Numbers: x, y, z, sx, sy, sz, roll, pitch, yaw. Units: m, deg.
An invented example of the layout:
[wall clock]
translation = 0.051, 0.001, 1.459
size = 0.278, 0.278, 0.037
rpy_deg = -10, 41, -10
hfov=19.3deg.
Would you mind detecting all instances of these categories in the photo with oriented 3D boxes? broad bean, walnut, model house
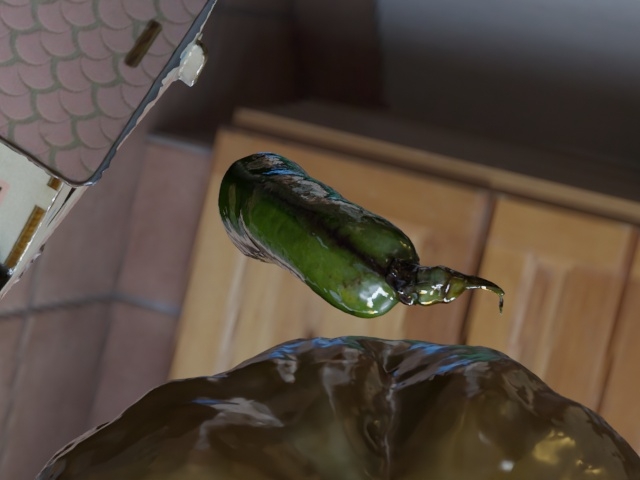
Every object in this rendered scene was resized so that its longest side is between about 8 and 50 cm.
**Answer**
[broad bean]
translation = -0.004, -0.002, 0.661
size = 0.039, 0.069, 0.227
rpy_deg = -60, -163, 0
[walnut]
translation = 0.006, 0.193, 0.841
size = 0.344, 0.306, 0.306
rpy_deg = 103, 11, -58
[model house]
translation = -0.148, -0.122, 0.997
size = 0.244, 0.169, 0.326
rpy_deg = -49, -174, 47
